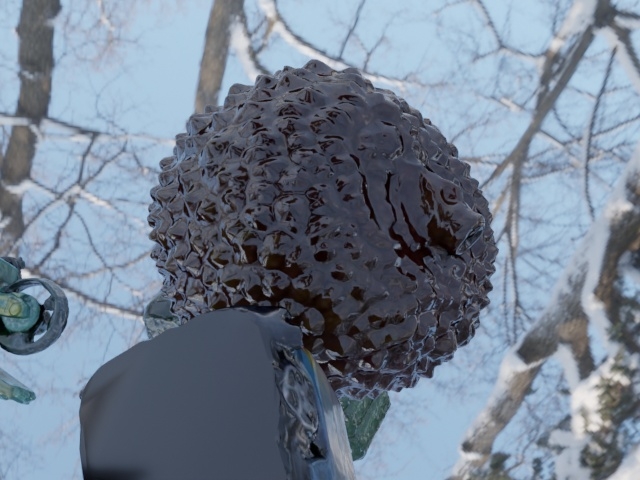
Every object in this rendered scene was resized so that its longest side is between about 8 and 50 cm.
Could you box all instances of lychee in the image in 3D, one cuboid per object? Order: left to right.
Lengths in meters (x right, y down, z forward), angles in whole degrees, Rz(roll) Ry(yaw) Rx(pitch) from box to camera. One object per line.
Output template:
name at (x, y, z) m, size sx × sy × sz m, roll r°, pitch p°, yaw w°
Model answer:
lychee at (0.000, 0.000, 0.849) m, size 0.306 × 0.330 × 0.306 m, roll 16°, pitch -112°, yaw -44°

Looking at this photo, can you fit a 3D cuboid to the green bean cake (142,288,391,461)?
green bean cake at (-0.070, 0.170, 1.411) m, size 0.308 × 0.300 × 0.169 m, roll 4°, pitch -141°, yaw 30°

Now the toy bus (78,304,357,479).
toy bus at (-0.033, 0.244, 0.580) m, size 0.171 × 0.162 × 0.386 m, roll -25°, pitch -129°, yaw 16°

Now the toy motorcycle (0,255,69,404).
toy motorcycle at (-0.408, 0.082, 0.995) m, size 0.296 × 0.109 × 0.198 m, roll 14°, pitch -107°, yaw 18°
